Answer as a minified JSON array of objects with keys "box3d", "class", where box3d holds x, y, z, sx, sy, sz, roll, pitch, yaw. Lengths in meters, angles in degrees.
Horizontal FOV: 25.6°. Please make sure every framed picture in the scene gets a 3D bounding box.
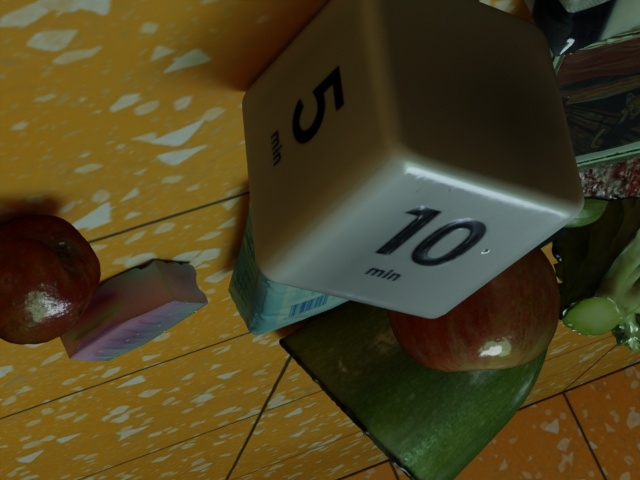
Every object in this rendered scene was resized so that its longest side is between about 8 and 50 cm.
[{"box3d":[0.285,-0.132,1.340,0.216,0.016,0.273,-13,156,-11],"class":"framed picture"}]

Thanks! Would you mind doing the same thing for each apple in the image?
[{"box3d":[0.173,0.064,1.590,0.209,0.164,0.209,-1,179,0],"class":"apple"}]

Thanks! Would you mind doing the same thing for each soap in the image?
[{"box3d":[-0.210,0.079,1.522,0.149,0.056,0.100,-32,158,24],"class":"soap"}]

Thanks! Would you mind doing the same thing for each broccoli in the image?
[{"box3d":[0.400,0.028,1.817,0.247,0.246,0.288,-1,135,29],"class":"broccoli"}]

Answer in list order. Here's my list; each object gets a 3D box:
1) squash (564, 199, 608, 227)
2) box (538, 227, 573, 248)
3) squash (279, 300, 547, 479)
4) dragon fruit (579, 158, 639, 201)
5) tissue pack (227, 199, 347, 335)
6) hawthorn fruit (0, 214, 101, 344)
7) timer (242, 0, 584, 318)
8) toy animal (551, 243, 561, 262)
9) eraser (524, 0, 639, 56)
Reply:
[{"box3d":[0.209,-0.050,1.579,0.238,0.069,0.069,2,159,-5],"class":"squash"},{"box3d":[0.231,-0.031,1.723,0.201,0.090,0.144,-36,160,32],"class":"box"},{"box3d":[0.153,0.142,1.919,0.309,0.310,0.310,-46,162,-3],"class":"squash"},{"box3d":[0.355,-0.121,1.547,0.261,0.163,0.189,-5,-175,-23],"class":"dragon fruit"},{"box3d":[0.000,0.000,1.517,0.177,0.089,0.263,-22,161,-16],"class":"tissue pack"},{"box3d":[-0.257,0.034,1.241,0.128,0.128,0.128,-22,163,-7],"class":"hawthorn fruit"},{"box3d":[0.068,-0.074,1.135,0.192,0.194,0.195,15,144,-31],"class":"timer"},{"box3d":[0.495,-0.007,2.029,0.324,0.090,0.195,-13,-161,41],"class":"toy animal"},{"box3d":[0.217,-0.269,0.999,0.098,0.096,0.404,-23,162,-7],"class":"eraser"}]
